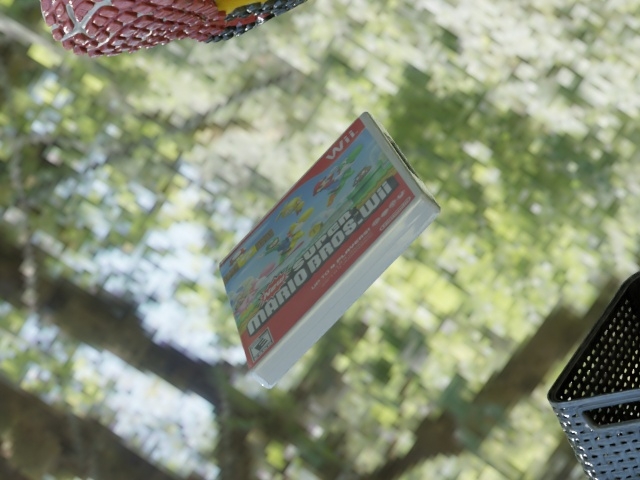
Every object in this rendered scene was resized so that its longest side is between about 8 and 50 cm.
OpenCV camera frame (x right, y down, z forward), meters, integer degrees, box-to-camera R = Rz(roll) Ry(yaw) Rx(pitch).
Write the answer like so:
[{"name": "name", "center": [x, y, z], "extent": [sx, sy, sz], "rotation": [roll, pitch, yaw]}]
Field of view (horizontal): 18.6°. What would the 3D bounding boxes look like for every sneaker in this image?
[{"name": "sneaker", "center": [-0.101, -0.170, 1.209], "extent": [0.225, 0.088, 0.092], "rotation": [-16, -96, -59]}]

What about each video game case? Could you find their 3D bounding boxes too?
[{"name": "video game case", "center": [0.000, 0.000, 1.688], "extent": [0.025, 0.204, 0.285], "rotation": [41, -173, -17]}]

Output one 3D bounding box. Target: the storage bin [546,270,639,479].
[{"name": "storage bin", "center": [0.246, 0.087, 1.309], "extent": [0.180, 0.122, 0.084], "rotation": [-48, -64, -47]}]
